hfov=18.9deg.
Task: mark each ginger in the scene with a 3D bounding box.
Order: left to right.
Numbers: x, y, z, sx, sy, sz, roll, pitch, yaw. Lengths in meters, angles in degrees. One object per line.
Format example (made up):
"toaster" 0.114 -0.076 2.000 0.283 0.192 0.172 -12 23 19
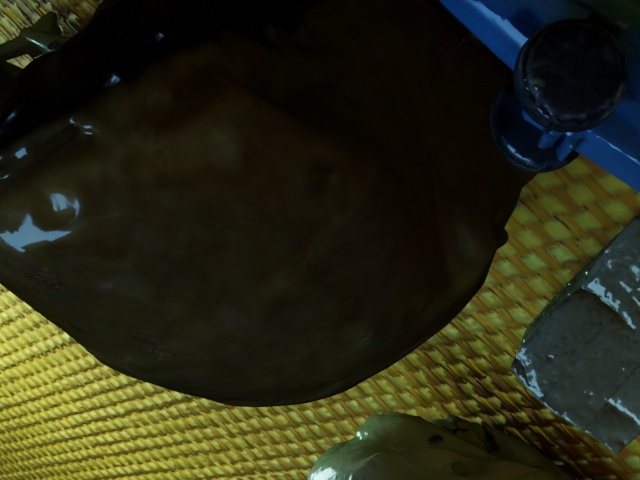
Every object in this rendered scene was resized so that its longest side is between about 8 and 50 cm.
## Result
"ginger" -0.034 -0.020 0.880 0.200 0.269 0.223 -28 104 41

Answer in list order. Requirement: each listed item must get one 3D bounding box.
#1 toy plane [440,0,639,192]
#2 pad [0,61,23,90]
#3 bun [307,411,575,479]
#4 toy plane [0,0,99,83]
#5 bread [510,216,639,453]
"toy plane" 0.134 -0.057 0.752 0.271 0.105 0.254 44 173 5
"pad" -0.158 -0.041 1.218 0.243 0.004 0.163 50 -168 22
"bun" 0.102 0.180 1.240 0.210 0.116 0.237 28 179 20
"toy plane" -0.131 -0.104 1.120 0.092 0.108 0.286 51 169 -28
"bread" 0.160 0.042 1.001 0.077 0.105 0.152 40 -169 2
